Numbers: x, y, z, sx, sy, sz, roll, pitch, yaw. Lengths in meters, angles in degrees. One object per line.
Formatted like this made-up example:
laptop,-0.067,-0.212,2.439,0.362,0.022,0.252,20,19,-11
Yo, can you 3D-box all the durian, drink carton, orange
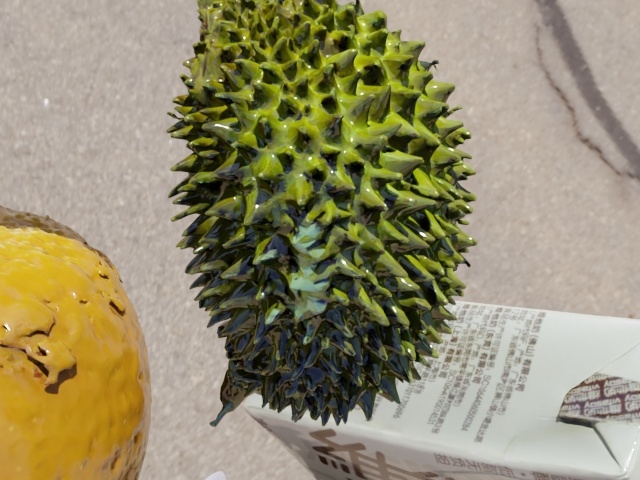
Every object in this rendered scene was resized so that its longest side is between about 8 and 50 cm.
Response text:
durian,0.003,0.005,0.464,0.137,0.221,0.095,1,30,4
drink carton,0.122,0.148,0.820,0.194,0.324,0.132,52,53,-42
orange,-0.279,0.120,0.677,0.340,0.293,0.340,11,16,-3

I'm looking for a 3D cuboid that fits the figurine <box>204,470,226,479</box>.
figurine,-0.100,0.333,0.980,0.260,0.103,0.205,-3,100,-22
